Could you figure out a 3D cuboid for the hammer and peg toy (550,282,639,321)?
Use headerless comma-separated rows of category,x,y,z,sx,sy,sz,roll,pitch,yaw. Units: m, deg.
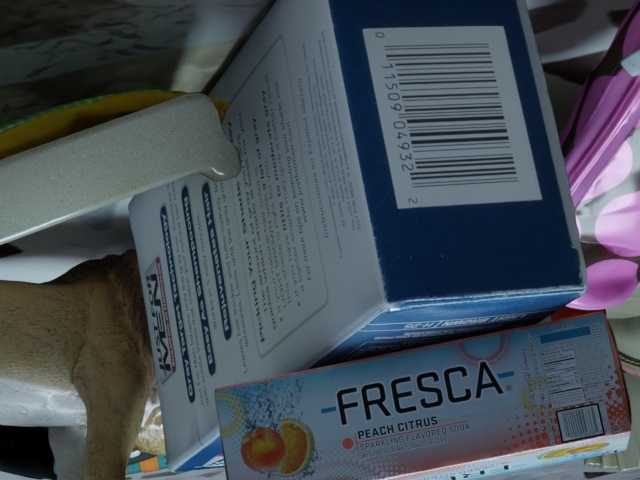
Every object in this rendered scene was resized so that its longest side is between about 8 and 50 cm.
hammer and peg toy,0.159,0.018,1.113,0.266,0.127,0.361,-7,163,-3

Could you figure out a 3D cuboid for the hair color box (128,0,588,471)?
hair color box,0.000,0.000,0.903,0.105,0.174,0.347,-3,163,-22

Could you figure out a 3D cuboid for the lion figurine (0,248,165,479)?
lion figurine,-0.212,0.075,1.093,0.392,0.240,0.142,13,139,-13

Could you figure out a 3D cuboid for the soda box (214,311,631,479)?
soda box,0.048,0.082,0.792,0.183,0.058,0.063,-11,164,4

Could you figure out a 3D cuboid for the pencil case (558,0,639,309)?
pencil case,0.154,-0.052,0.838,0.098,0.095,0.209,-40,161,-46

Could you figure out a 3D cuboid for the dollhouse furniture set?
dollhouse furniture set,-0.210,-0.055,0.819,0.301,0.151,0.197,-21,-172,-17

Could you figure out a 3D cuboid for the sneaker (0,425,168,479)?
sneaker,-0.155,0.147,1.395,0.302,0.108,0.121,-15,178,27

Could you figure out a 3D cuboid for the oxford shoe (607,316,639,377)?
oxford shoe,0.328,0.016,1.260,0.130,0.123,0.348,50,142,-16

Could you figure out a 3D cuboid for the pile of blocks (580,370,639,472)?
pile of blocks,0.283,0.133,1.518,0.362,0.149,0.112,-6,163,-8
